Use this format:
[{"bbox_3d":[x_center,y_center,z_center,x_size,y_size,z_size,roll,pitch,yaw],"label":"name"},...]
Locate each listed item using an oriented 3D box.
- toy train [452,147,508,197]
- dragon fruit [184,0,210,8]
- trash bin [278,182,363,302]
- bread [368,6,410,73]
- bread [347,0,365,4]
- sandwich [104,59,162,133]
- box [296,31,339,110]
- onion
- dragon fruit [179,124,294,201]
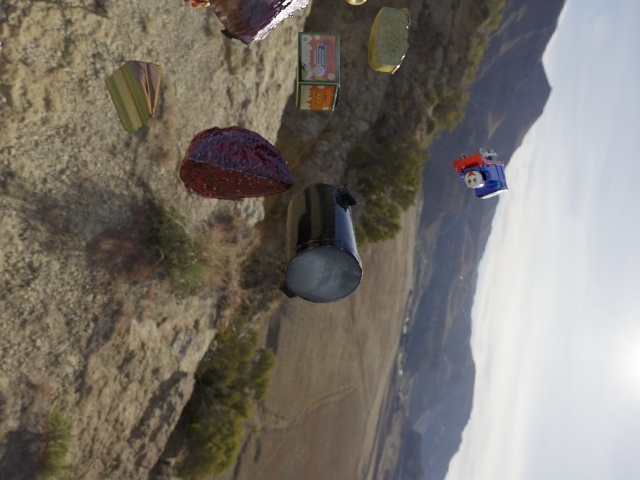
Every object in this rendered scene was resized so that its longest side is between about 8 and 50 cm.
[{"bbox_3d":[0.458,-0.189,1.283,0.204,0.082,0.131,-9,87,-52],"label":"toy train"},{"bbox_3d":[-0.450,-0.969,1.649,0.227,0.224,0.224,84,19,-72],"label":"dragon fruit"},{"bbox_3d":[0.000,0.000,1.275,0.203,0.252,0.302,47,24,-32],"label":"trash bin"},{"bbox_3d":[0.172,-0.508,1.155,0.125,0.086,0.156,-121,-144,-70],"label":"bread"},{"bbox_3d":[0.089,-0.941,1.483,0.142,0.091,0.305,180,-104,-79],"label":"bread"},{"bbox_3d":[-0.503,-0.404,1.299,0.144,0.117,0.187,-19,85,-64],"label":"sandwich"},{"bbox_3d":[-0.009,-0.577,1.564,0.177,0.148,0.195,109,-18,-75],"label":"box"},{"bbox_3d":[-0.166,-0.697,1.183,0.314,0.146,0.280,-48,114,-18],"label":"onion"},{"bbox_3d":[-0.253,-0.210,1.238,0.317,0.205,0.152,10,65,-39],"label":"dragon fruit"}]
